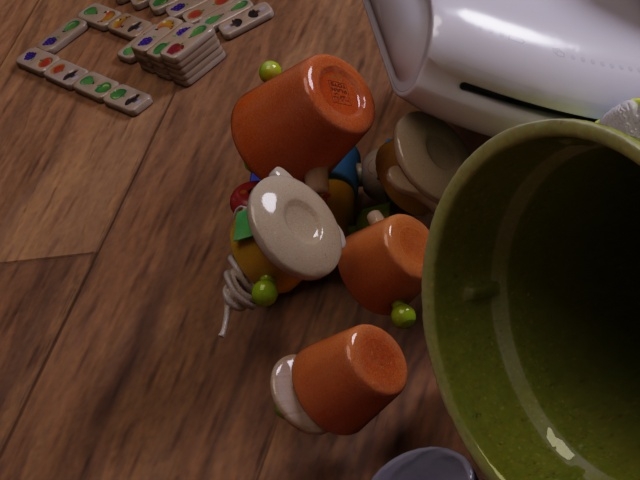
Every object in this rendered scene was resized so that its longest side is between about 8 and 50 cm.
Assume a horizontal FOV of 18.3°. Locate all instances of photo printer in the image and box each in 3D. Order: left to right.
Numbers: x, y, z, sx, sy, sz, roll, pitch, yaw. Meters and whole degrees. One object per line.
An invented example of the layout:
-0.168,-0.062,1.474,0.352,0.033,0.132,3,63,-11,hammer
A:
0.165,-0.184,1.686,0.256,0.107,0.307,12,32,-17,photo printer

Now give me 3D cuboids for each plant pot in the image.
0.252,0.038,1.302,0.254,0.276,0.276,-14,24,-39,plant pot

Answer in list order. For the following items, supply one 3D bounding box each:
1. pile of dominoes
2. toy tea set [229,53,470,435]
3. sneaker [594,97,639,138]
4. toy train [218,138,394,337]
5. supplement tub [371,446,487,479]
-0.192,-0.226,2.097,0.196,0.040,0.251,-41,39,-22,pile of dominoes
-0.003,0.004,1.553,0.124,0.200,0.336,-36,25,40,toy tea set
0.254,-0.059,1.528,0.126,0.091,0.240,-11,-5,-38,sneaker
0.000,0.000,1.658,0.143,0.105,0.248,-2,39,7,toy train
0.090,0.219,1.229,0.106,0.198,0.106,-16,37,12,supplement tub
